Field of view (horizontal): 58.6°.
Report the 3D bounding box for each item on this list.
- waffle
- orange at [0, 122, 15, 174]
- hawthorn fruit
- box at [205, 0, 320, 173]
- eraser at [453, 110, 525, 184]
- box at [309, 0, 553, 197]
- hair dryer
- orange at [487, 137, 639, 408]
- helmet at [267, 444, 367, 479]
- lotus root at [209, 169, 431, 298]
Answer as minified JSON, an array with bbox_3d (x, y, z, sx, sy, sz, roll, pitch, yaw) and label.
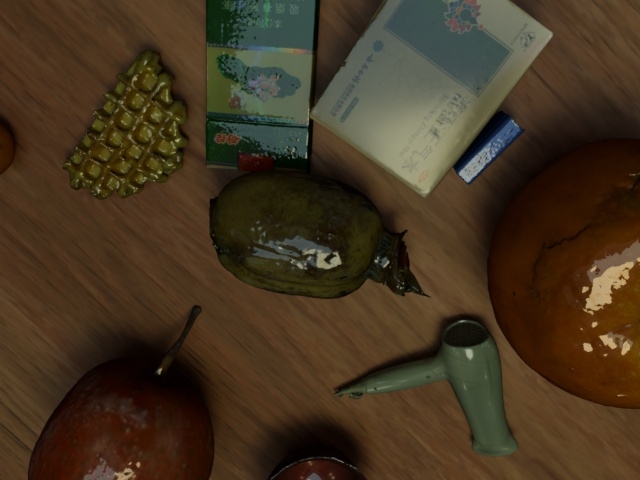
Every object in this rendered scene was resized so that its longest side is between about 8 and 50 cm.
[{"bbox_3d":[-0.254,-0.137,0.721,0.192,0.046,0.160,-15,108,12],"label":"waffle"},{"bbox_3d":[-0.437,-0.120,0.733,0.084,0.083,0.083,2,109,7],"label":"orange"},{"bbox_3d":[-0.267,0.270,0.760,0.231,0.235,0.262,-11,105,14],"label":"hawthorn fruit"},{"bbox_3d":[-0.070,-0.198,0.681,0.132,0.034,0.235,6,110,5],"label":"box"},{"bbox_3d":[0.191,-0.109,0.662,0.027,0.063,0.084,41,109,-6],"label":"eraser"},{"bbox_3d":[0.115,-0.183,0.632,0.168,0.095,0.212,33,110,-7],"label":"box"},{"bbox_3d":[0.137,0.220,0.791,0.237,0.075,0.206,-10,114,18],"label":"hair dryer"},{"bbox_3d":[0.322,0.035,0.608,0.284,0.226,0.283,2,104,9],"label":"orange"},{"bbox_3d":[-0.005,0.351,0.821,0.155,0.106,0.175,33,108,-6],"label":"helmet"},{"bbox_3d":[0.001,-0.002,0.684,0.278,0.154,0.154,13,110,4],"label":"lotus root"}]
